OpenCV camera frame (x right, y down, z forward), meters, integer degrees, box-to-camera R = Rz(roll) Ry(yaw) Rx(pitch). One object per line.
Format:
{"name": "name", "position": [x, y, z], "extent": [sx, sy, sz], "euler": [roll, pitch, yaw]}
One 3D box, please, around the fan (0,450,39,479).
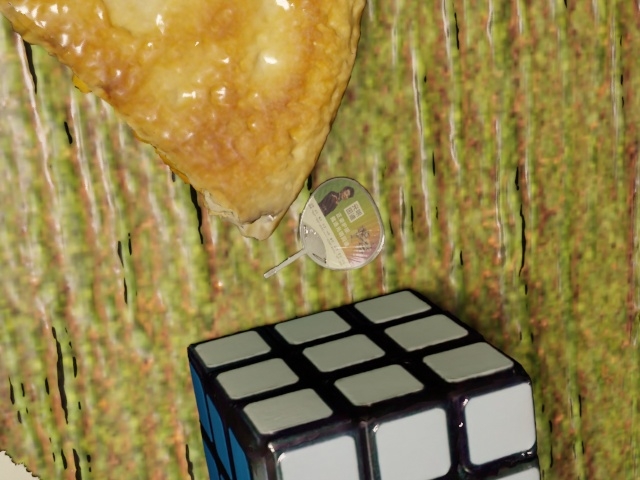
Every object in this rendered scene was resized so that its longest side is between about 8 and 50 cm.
{"name": "fan", "position": [-0.165, 0.239, 0.717], "extent": [0.414, 0.012, 0.233], "euler": [11, 101, -22]}

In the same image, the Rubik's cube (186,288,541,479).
{"name": "Rubik's cube", "position": [0.023, 0.138, 0.683], "extent": [0.163, 0.162, 0.161], "euler": [-14, 108, -18]}

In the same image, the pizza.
{"name": "pizza", "position": [-0.047, -0.174, 0.620], "extent": [0.268, 0.087, 0.258], "euler": [43, 82, -25]}

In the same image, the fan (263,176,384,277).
{"name": "fan", "position": [0.003, -0.009, 0.724], "extent": [0.080, 0.003, 0.060], "euler": [-6, 105, -20]}
